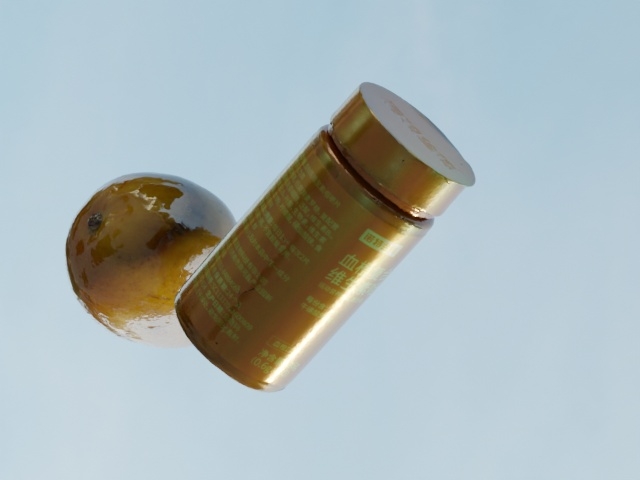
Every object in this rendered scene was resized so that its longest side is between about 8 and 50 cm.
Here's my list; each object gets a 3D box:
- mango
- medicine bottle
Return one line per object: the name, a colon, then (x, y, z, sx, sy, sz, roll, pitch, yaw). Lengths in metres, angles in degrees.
mango: (-0.131, 0.026, 1.564, 0.219, 0.145, 0.112, 77, 5, -59)
medicine bottle: (0.000, 0.000, 1.216, 0.192, 0.096, 0.096, -48, -111, 18)
